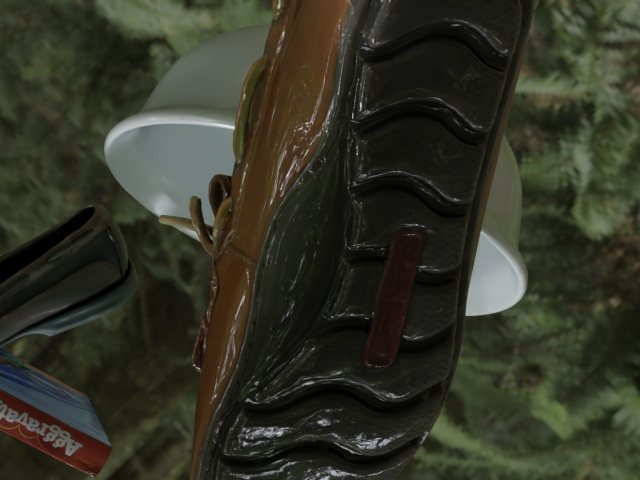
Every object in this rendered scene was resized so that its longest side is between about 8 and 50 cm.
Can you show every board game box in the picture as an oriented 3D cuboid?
[{"bbox_3d":[-0.277,0.068,0.935,0.281,0.027,0.145,32,180,-18],"label":"board game box"}]

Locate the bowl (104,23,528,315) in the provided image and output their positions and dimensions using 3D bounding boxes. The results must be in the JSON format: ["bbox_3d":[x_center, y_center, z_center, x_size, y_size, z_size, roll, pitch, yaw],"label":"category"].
[{"bbox_3d":[0.015,-0.065,0.935,0.298,0.134,0.298,18,164,6],"label":"bowl"}]

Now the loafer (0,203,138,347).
[{"bbox_3d":[-0.278,0.048,1.088,0.096,0.267,0.084,42,151,51],"label":"loafer"}]

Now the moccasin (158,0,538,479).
[{"bbox_3d":[-0.003,0.000,0.711,0.147,0.139,0.380,-120,32,-54],"label":"moccasin"}]
